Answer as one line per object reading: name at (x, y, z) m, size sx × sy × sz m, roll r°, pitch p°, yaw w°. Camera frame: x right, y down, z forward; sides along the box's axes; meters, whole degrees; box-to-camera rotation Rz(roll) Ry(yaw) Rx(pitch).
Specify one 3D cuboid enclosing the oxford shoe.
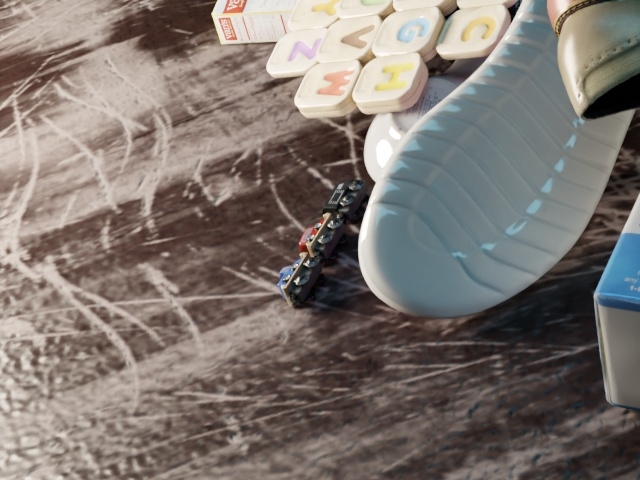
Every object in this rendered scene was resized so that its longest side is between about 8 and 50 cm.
oxford shoe at (0.358, -0.154, 1.345) m, size 0.348 × 0.123 × 0.130 m, roll -7°, pitch 65°, yaw 10°

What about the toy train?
toy train at (0.000, 0.000, 1.530) m, size 0.036 × 0.027 × 0.158 m, roll 4°, pitch 44°, yaw 28°

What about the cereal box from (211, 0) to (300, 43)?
cereal box at (0.020, -0.281, 1.827) m, size 0.240 × 0.047 × 0.173 m, roll 0°, pitch 44°, yaw 19°

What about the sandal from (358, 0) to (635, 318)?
sandal at (0.183, -0.090, 1.507) m, size 0.169 × 0.102 × 0.416 m, roll 35°, pitch 71°, yaw 6°

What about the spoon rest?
spoon rest at (0.128, -0.151, 1.636) m, size 0.137 × 0.084 × 0.276 m, roll 5°, pitch 58°, yaw 25°

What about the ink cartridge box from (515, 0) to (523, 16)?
ink cartridge box at (0.251, -0.221, 1.694) m, size 0.115 × 0.029 × 0.063 m, roll -7°, pitch 41°, yaw 11°

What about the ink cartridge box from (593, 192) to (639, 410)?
ink cartridge box at (0.367, -0.004, 1.329) m, size 0.223 × 0.129 × 0.307 m, roll 8°, pitch 46°, yaw 27°

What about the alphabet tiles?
alphabet tiles at (0.077, -0.238, 1.664) m, size 0.278 × 0.021 × 0.284 m, roll 0°, pitch 54°, yaw 39°
